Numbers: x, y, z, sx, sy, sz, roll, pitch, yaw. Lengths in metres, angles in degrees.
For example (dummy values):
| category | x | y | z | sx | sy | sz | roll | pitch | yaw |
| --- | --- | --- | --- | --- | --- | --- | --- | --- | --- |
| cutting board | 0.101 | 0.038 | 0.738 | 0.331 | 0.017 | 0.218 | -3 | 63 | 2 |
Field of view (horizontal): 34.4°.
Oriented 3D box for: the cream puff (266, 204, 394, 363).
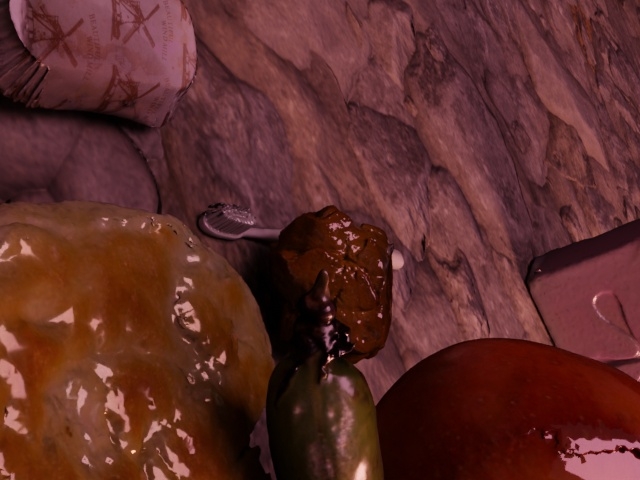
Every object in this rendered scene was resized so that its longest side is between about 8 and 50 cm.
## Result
| category | x | y | z | sx | sy | sz | roll | pitch | yaw |
| --- | --- | --- | --- | --- | --- | --- | --- | --- | --- |
| cream puff | 0.007 | 0.034 | 0.762 | 0.122 | 0.094 | 0.116 | 89 | 6 | -51 |

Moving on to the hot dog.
| category | x | y | z | sx | sy | sz | roll | pitch | yaw |
| --- | --- | --- | --- | --- | --- | --- | --- | --- | --- |
| hot dog | -0.144 | -0.129 | 0.653 | 0.191 | 0.059 | 0.108 | -1 | 84 | -64 |

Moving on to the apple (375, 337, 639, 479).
| category | x | y | z | sx | sy | sz | roll | pitch | yaw |
| --- | --- | --- | --- | --- | --- | --- | --- | --- | --- |
| apple | 0.140 | 0.194 | 0.714 | 0.272 | 0.251 | 0.206 | 43 | 7 | -21 |

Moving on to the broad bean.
| category | x | y | z | sx | sy | sz | roll | pitch | yaw |
| --- | --- | --- | --- | --- | --- | --- | --- | --- | --- |
| broad bean | 0.016 | 0.172 | 0.575 | 0.077 | 0.061 | 0.339 | -118 | -165 | -71 |

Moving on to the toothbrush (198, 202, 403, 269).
| category | x | y | z | sx | sy | sz | roll | pitch | yaw |
| --- | --- | --- | --- | --- | --- | --- | --- | --- | --- |
| toothbrush | 0.000 | 0.000 | 0.839 | 0.288 | 0.024 | 0.021 | 12 | 58 | -57 |

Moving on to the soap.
| category | x | y | z | sx | sy | sz | roll | pitch | yaw |
| --- | --- | --- | --- | --- | --- | --- | --- | --- | --- |
| soap | 0.438 | 0.102 | 1.235 | 0.285 | 0.296 | 0.107 | 62 | 29 | -6 |

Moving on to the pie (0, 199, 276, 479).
| category | x | y | z | sx | sy | sz | roll | pitch | yaw |
| --- | --- | --- | --- | --- | --- | --- | --- | --- | --- |
| pie | -0.097 | 0.135 | 0.522 | 0.337 | 0.075 | 0.337 | 38 | 41 | -44 |
